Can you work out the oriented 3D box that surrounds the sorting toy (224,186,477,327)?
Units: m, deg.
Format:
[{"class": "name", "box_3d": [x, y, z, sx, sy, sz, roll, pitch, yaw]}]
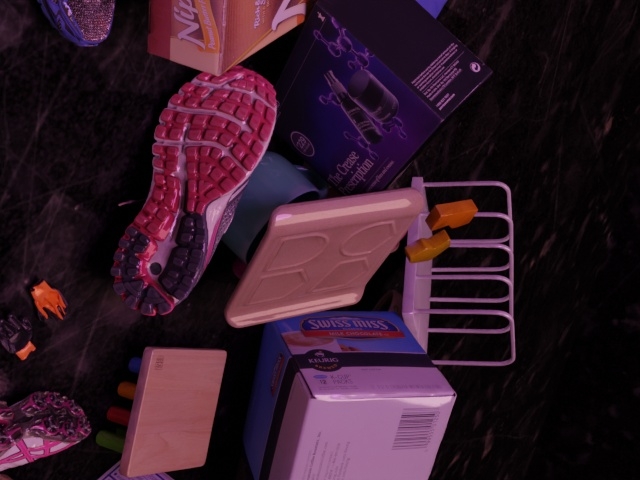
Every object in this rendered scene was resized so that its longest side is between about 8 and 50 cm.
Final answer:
[{"class": "sorting toy", "box_3d": [0.040, 0.011, 1.149, 0.307, 0.041, 0.229, -9, 147, -29]}]

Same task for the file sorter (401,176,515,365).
[{"class": "file sorter", "box_3d": [0.243, 0.055, 1.539, 0.193, 0.173, 0.277, 72, 21, -53]}]

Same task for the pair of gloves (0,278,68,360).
[{"class": "pair of gloves", "box_3d": [-0.311, 0.085, 0.970, 0.083, 0.010, 0.074, -47, 149, -20]}]

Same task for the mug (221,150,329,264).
[{"class": "mug", "box_3d": [-0.073, -0.048, 1.131, 0.129, 0.097, 0.158, -50, 165, 14]}]

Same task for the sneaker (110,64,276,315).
[{"class": "sneaker", "box_3d": [-0.147, -0.061, 1.026, 0.299, 0.121, 0.112, -63, 180, -1]}]

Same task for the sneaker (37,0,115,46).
[{"class": "sneaker", "box_3d": [-0.195, -0.272, 0.776, 0.083, 0.087, 0.221, -24, 133, -47]}]

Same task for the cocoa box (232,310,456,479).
[{"class": "cocoa box", "box_3d": [0.020, 0.307, 1.382, 0.231, 0.228, 0.347, 2, 117, -21]}]

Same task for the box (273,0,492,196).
[{"class": "box", "box_3d": [0.052, -0.168, 1.050, 0.103, 0.184, 0.261, -43, 176, -26]}]

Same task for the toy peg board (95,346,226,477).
[{"class": "toy peg board", "box_3d": [-0.215, 0.215, 1.185, 0.161, 0.079, 0.160, 14, 86, -61]}]

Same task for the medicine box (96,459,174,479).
[{"class": "medicine box", "box_3d": [-0.288, 0.483, 1.197, 0.289, 0.149, 0.263, -39, 143, -34]}]

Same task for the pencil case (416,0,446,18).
[{"class": "pencil case", "box_3d": [0.131, -0.384, 1.169, 0.133, 0.119, 0.306, 30, 88, -50]}]

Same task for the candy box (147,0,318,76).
[{"class": "candy box", "box_3d": [-0.050, -0.308, 0.900, 0.316, 0.088, 0.183, -49, 154, -51]}]

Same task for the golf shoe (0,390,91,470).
[{"class": "golf shoe", "box_3d": [-0.337, 0.215, 0.997, 0.086, 0.067, 0.186, -42, 156, 19]}]

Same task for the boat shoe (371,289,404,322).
[{"class": "boat shoe", "box_3d": [0.062, 0.218, 1.597, 0.302, 0.109, 0.098, -47, 111, -16]}]

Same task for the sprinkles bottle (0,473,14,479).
[{"class": "sprinkles bottle", "box_3d": [-0.426, 0.423, 0.955, 0.355, 0.121, 0.121, -49, 148, -22]}]

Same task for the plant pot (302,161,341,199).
[{"class": "plant pot", "box_3d": [0.030, -0.082, 1.261, 0.109, 0.109, 0.096, 67, 16, -53]}]

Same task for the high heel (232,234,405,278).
[{"class": "high heel", "box_3d": [0.000, 0.000, 1.208, 0.244, 0.082, 0.117, -7, 156, -5]}]
